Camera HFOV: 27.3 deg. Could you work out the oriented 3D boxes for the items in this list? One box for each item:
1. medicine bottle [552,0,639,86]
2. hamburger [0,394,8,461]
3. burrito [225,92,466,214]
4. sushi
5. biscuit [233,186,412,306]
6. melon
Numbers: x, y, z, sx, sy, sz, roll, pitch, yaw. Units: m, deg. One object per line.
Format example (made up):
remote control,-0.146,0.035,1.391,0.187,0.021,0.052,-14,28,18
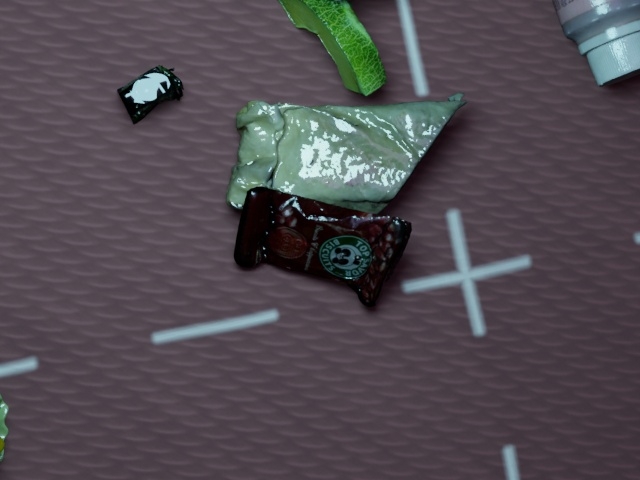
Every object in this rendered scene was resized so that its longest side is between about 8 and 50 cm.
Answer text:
medicine bottle,0.413,-0.358,1.932,0.147,0.147,0.247,-19,87,-9
hamburger,-0.549,0.242,1.711,0.274,0.212,0.275,1,85,-8
burrito,0.036,-0.118,1.882,0.347,0.107,0.175,-3,101,-6
sushi,-0.239,-0.213,1.860,0.084,0.083,0.056,-27,88,-8
biscuit,-0.003,0.005,1.853,0.235,0.151,0.063,16,43,-4
melon,0.021,-0.297,1.886,0.064,0.118,0.210,-33,87,-17
